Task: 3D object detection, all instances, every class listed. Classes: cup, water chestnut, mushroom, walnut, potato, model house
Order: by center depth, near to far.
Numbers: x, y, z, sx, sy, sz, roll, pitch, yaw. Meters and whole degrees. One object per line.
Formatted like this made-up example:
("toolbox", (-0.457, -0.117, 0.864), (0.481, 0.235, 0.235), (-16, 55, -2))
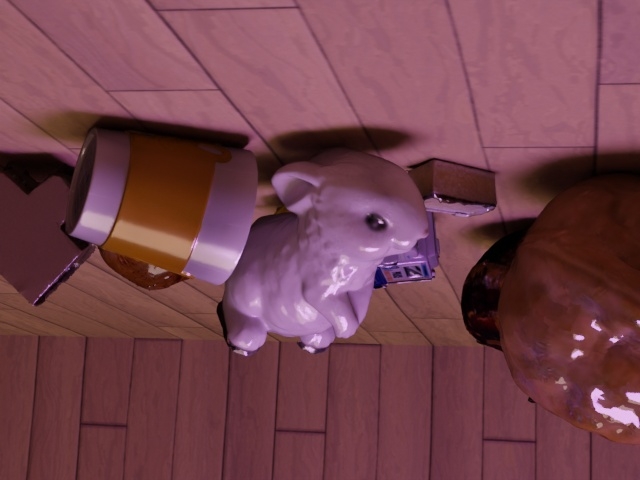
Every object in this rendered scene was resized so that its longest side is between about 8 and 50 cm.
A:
("cup", (-0.215, -0.060, 1.820), (0.226, 0.185, 0.241), (13, -168, -21))
("walnut", (0.426, 0.103, 1.865), (0.383, 0.384, 0.383), (3, 168, 1))
("potato", (0.181, -0.070, 1.895), (0.122, 0.061, 0.086), (8, 167, -32))
("mushroom", (-0.207, -0.005, 2.021), (0.231, 0.138, 0.194), (-22, 162, 12))
("model house", (-0.408, -0.036, 2.035), (0.181, 0.176, 0.248), (45, -175, -7))
("water chestnut", (0.362, 0.123, 2.222), (0.300, 0.300, 0.300), (3, 168, 1))

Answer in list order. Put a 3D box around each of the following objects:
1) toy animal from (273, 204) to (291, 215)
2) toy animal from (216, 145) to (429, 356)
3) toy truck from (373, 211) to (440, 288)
("toy animal", (-0.063, -0.001, 2.169), (0.155, 0.095, 0.219), (-1, 130, 20))
("toy animal", (0.000, 0.000, 1.842), (0.194, 0.258, 0.357), (-9, 149, -38))
("toy truck", (0.101, -0.003, 2.094), (0.155, 0.124, 0.268), (-6, 170, 6))
